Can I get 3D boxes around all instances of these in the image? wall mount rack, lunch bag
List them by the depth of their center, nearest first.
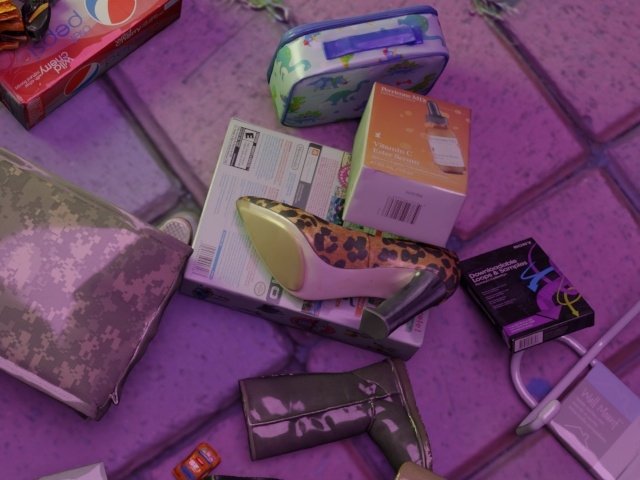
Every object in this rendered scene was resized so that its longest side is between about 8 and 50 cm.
[{"bbox_3d":[-0.317,0.052,1.623,0.287,0.169,0.235,28,80,5],"label":"lunch bag"},{"bbox_3d":[0.422,0.204,1.724,0.350,0.130,0.304,45,71,5],"label":"wall mount rack"},{"bbox_3d":[0.048,-0.224,1.772,0.219,0.176,0.090,-13,76,-12],"label":"lunch bag"}]

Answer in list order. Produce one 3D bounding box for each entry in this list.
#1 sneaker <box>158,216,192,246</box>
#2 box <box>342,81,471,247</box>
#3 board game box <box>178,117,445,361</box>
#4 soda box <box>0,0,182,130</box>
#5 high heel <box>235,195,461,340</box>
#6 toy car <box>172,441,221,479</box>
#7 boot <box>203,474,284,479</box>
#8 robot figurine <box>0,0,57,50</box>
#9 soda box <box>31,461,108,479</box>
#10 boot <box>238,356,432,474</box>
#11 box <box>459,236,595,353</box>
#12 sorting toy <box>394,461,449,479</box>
[{"bbox_3d":[-0.196,0.029,1.726,0.051,0.070,0.134,27,100,-4],"label":"sneaker"},{"bbox_3d":[0.106,-0.093,1.671,0.130,0.091,0.170,14,42,-5],"label":"box"},{"bbox_3d":[0.000,0.000,1.737,0.303,0.097,0.224,17,71,-3],"label":"board game box"},{"bbox_3d":[-0.304,-0.262,1.776,0.263,0.083,0.092,-40,83,-18],"label":"soda box"},{"bbox_3d":[0.037,0.005,1.670,0.261,0.093,0.186,38,42,20],"label":"high heel"},{"bbox_3d":[-0.130,0.301,1.651,0.060,0.040,0.122,-24,78,-15],"label":"toy car"},{"bbox_3d":[-0.089,0.329,1.632,0.121,0.045,0.099,9,68,-34],"label":"boot"},{"bbox_3d":[-0.451,-0.333,1.730,0.211,0.085,0.291,-17,53,-11],"label":"robot figurine"},{"bbox_3d":[-0.258,0.404,1.572,0.098,0.091,0.286,-13,76,-13],"label":"soda box"},{"bbox_3d":[0.017,0.235,1.679,0.209,0.076,0.189,-9,62,-18],"label":"boot"},{"bbox_3d":[0.255,0.066,1.749,0.116,0.029,0.162,-18,40,-14],"label":"box"},{"bbox_3d":[0.188,0.416,1.584,0.307,0.041,0.229,27,69,1],"label":"sorting toy"}]
